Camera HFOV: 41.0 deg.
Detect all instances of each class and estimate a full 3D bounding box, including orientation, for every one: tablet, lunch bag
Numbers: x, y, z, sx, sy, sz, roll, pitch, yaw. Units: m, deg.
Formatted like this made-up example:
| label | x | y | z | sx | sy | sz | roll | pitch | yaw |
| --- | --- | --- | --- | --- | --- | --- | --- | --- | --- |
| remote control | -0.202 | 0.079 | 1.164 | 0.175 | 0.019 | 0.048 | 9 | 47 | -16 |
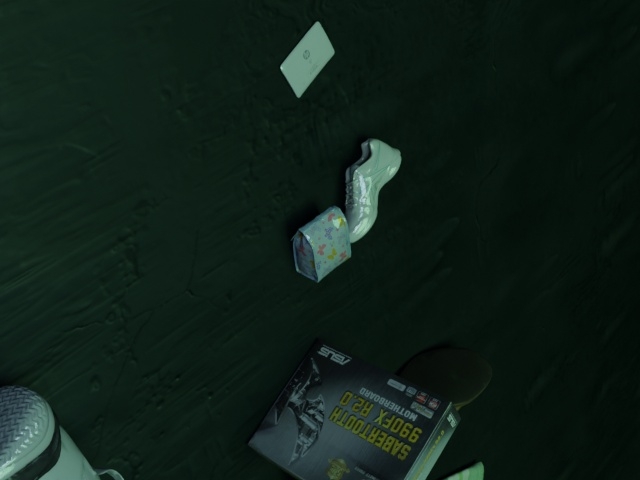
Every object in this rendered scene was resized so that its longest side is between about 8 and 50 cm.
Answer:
| label | x | y | z | sx | sy | sz | roll | pitch | yaw |
| --- | --- | --- | --- | --- | --- | --- | --- | --- | --- |
| tablet | -0.015 | -0.224 | 1.062 | 0.083 | 0.006 | 0.054 | -55 | 138 | -19 |
| lunch bag | 0.000 | 0.000 | 1.134 | 0.071 | 0.053 | 0.083 | -38 | 140 | -30 |

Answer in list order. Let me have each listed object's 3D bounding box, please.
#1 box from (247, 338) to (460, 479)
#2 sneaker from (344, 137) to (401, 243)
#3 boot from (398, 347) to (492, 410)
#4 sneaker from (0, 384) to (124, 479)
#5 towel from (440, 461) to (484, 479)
| label | x | y | z | sx | sy | sz | roll | pitch | yaw |
| --- | --- | --- | --- | --- | --- | --- | --- | --- | --- |
| box | 0.042 | 0.255 | 1.145 | 0.183 | 0.231 | 0.056 | -54 | 141 | -18 |
| sneaker | 0.054 | -0.070 | 1.176 | 0.061 | 0.053 | 0.152 | 29 | 79 | -35 |
| boot | 0.163 | 0.277 | 1.415 | 0.305 | 0.112 | 0.115 | -26 | 143 | -36 |
| sneaker | -0.335 | 0.337 | 0.815 | 0.366 | 0.137 | 0.210 | -57 | 136 | -22 |
| towel | 0.198 | 0.572 | 1.601 | 0.324 | 0.038 | 0.248 | -6 | 109 | -47 |
